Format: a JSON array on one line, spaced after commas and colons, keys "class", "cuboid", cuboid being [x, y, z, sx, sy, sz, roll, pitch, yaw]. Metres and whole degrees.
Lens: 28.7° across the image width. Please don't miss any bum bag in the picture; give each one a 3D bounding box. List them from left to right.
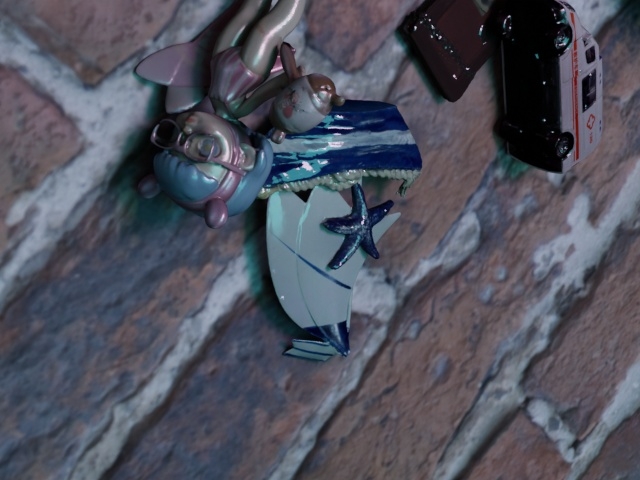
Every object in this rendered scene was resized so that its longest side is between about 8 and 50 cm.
[{"class": "bum bag", "cuboid": [0.159, -0.237, 1.333, 0.159, 0.026, 0.109, -49, 126, -19]}]

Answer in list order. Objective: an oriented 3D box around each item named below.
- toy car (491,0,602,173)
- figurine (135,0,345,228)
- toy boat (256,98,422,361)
[{"class": "toy car", "cuboid": [0.256, -0.182, 1.364, 0.108, 0.089, 0.210, -31, 128, -30]}, {"class": "figurine", "cuboid": [-0.055, -0.133, 1.134, 0.103, 0.205, 0.260, 27, 85, -62]}, {"class": "toy boat", "cuboid": [0.024, -0.018, 1.283, 0.210, 0.070, 0.292, -29, 123, -19]}]
